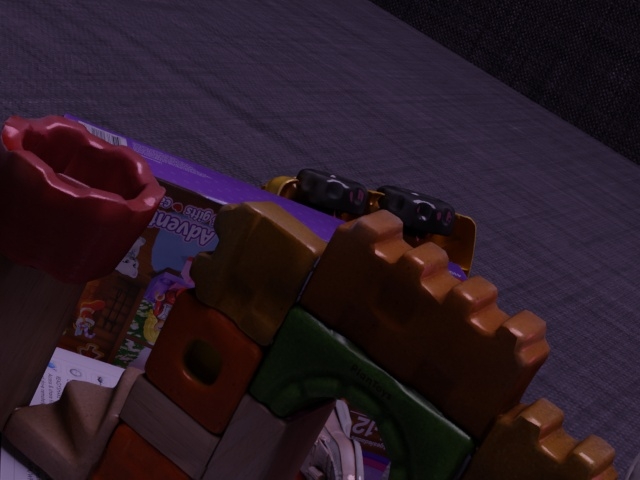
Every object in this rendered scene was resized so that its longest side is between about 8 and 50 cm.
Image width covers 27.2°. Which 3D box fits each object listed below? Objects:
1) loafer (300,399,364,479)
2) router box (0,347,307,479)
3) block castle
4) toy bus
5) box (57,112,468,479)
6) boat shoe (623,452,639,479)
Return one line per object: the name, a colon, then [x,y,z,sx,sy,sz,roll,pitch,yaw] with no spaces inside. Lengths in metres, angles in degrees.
loafer: [0.000,0.130,0.789,0.039,0.045,0.125,8,15,-7]
router box: [-0.096,0.188,0.689,0.301,0.082,0.335,21,20,-20]
block castle: [-0.039,0.112,0.511,0.453,0.213,0.303,35,21,19]
toy bus: [0.000,0.000,1.241,0.220,0.149,0.211,12,11,-33]
box: [-0.068,0.064,0.865,0.293,0.201,0.057,20,20,-20]
boat shoe: [0.383,0.221,1.094,0.091,0.109,0.305,30,-21,-28]
